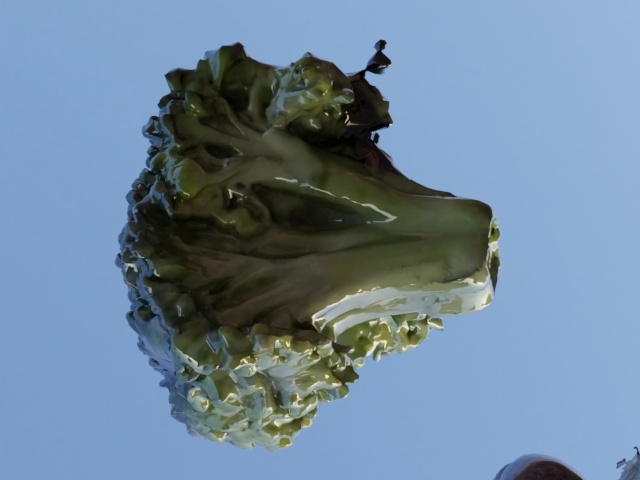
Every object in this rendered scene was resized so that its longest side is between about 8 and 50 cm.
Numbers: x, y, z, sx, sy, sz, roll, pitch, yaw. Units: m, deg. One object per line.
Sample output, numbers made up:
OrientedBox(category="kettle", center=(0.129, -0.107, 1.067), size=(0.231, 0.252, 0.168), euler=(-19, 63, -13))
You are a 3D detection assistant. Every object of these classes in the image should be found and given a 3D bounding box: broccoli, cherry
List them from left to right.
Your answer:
OrientedBox(category="broccoli", center=(-0.003, -0.002, 1.109), size=(0.280, 0.293, 0.348), euler=(2, -161, 15))
OrientedBox(category="cherry", center=(0.245, 0.319, 1.570), size=(0.176, 0.140, 0.176), euler=(16, -147, -11))

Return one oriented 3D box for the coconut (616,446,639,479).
OrientedBox(category="coconut", center=(0.162, 0.109, 0.525), size=(0.110, 0.124, 0.110), euler=(5, -117, -10))
